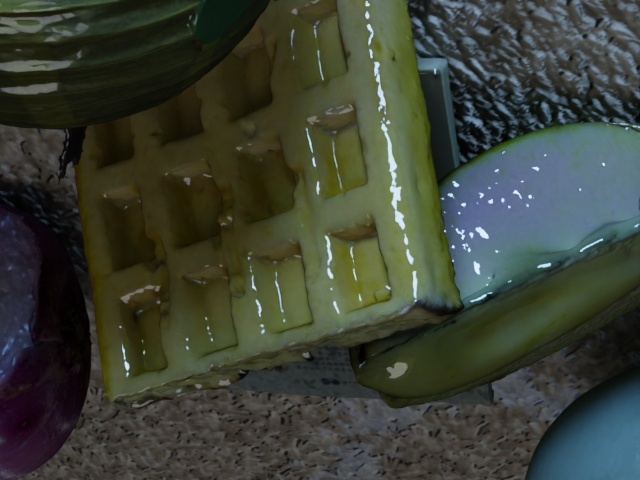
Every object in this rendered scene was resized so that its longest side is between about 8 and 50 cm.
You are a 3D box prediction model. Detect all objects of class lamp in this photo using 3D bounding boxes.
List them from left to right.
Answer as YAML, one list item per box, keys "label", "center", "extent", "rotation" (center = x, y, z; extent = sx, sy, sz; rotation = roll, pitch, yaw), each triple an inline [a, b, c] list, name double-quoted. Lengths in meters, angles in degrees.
- label: "lamp"
  center: [-0.128, -0.152, 0.853]
  extent: [0.250, 0.250, 0.284]
  rotation: [6, 127, 12]

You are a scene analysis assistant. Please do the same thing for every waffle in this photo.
- label: "waffle"
  center: [-0.045, -0.032, 1.029]
  extent: [0.247, 0.221, 0.055]
  rotation: [-19, 162, 30]

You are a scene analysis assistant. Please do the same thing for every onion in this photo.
- label: "onion"
  center: [-0.254, 0.086, 1.308]
  extent: [0.200, 0.207, 0.201]
  rotation: [-22, 143, -17]

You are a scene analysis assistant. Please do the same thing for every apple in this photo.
- label: "apple"
  center: [0.129, 0.018, 1.105]
  extent: [0.265, 0.120, 0.193]
  rotation: [-26, 157, -5]

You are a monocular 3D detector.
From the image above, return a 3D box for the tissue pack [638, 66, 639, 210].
- label: "tissue pack"
  center: [0.385, 0.039, 0.950]
  extent: [0.253, 0.264, 0.416]
  rotation: [-24, 132, 39]

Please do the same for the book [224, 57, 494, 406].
- label: "book"
  center: [0.000, 0.000, 1.196]
  extent: [0.216, 0.021, 0.310]
  rotation: [3, 133, 18]

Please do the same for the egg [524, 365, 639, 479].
- label: "egg"
  center: [0.330, 0.226, 1.230]
  extent: [0.388, 0.276, 0.276]
  rotation: [21, 146, -10]
